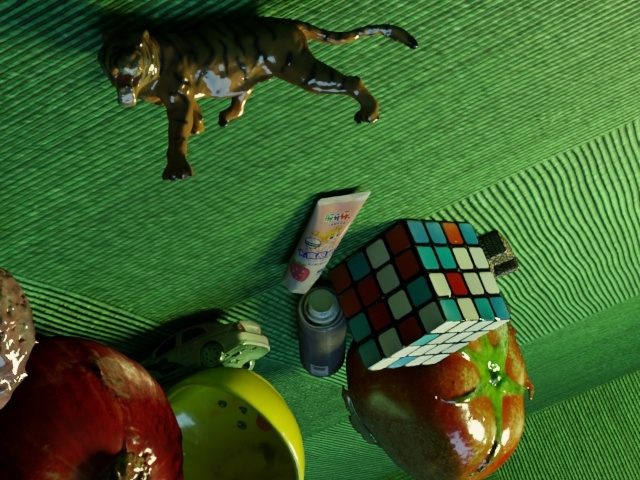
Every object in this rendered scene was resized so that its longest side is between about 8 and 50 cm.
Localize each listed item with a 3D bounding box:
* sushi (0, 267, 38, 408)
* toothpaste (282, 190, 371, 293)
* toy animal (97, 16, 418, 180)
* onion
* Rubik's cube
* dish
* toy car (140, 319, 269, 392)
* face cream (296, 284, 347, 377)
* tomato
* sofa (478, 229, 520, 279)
[{"bbox_3d":[-0.378,0.074,1.035,0.161,0.241,0.107,-62,150,-1],"label":"sushi"},{"bbox_3d":[0.000,0.000,1.326,0.067,0.043,0.194,-9,151,-25],"label":"toothpaste"},{"bbox_3d":[-0.048,-0.141,0.869,0.255,0.114,0.116,-18,117,-18],"label":"toy animal"},{"bbox_3d":[-0.336,0.266,1.297,0.341,0.341,0.341,-18,160,-7],"label":"onion"},{"bbox_3d":[0.133,0.073,1.476,0.154,0.151,0.155,0,151,-47],"label":"Rubik's cube"},{"bbox_3d":[-0.128,0.258,1.476,0.262,0.221,0.108,-28,-164,36],"label":"dish"},{"bbox_3d":[-0.182,0.167,1.517,0.224,0.076,0.090,-24,160,21],"label":"toy car"},{"bbox_3d":[0.003,0.131,1.605,0.073,0.073,0.283,-18,160,-7],"label":"face cream"},{"bbox_3d":[0.174,0.222,1.702,0.239,0.304,0.303,-15,166,37],"label":"tomato"},{"bbox_3d":[0.254,0.025,1.625,0.060,0.039,0.118,-26,159,12],"label":"sofa"}]
